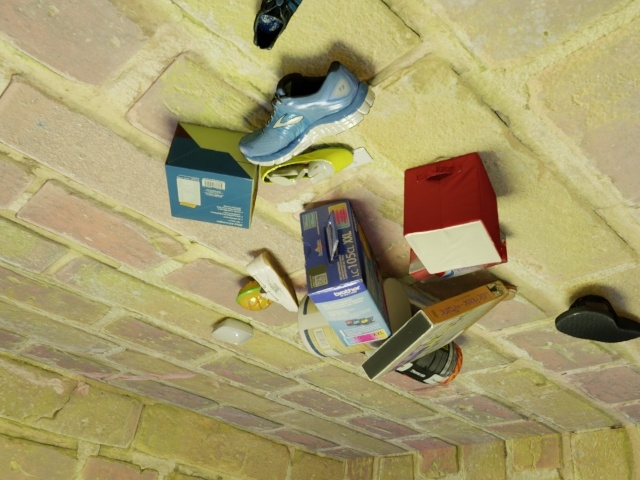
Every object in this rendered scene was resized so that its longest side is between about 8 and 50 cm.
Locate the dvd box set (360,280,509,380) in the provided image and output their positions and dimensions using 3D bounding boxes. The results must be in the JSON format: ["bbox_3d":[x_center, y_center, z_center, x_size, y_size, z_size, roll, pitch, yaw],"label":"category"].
[{"bbox_3d":[0.349,0.263,1.677,0.421,0.062,0.307,-11,149,-43],"label":"dvd box set"}]

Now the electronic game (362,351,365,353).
[{"bbox_3d":[0.221,0.392,2.171,0.230,0.048,0.229,3,147,2],"label":"electronic game"}]

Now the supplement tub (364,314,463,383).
[{"bbox_3d":[0.334,0.382,1.992,0.338,0.207,0.207,29,141,-29],"label":"supplement tub"}]

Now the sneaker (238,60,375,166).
[{"bbox_3d":[-0.054,-0.270,1.164,0.330,0.129,0.147,-23,122,33],"label":"sneaker"}]

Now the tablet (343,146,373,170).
[{"bbox_3d":[0.078,-0.193,1.337,0.083,0.006,0.054,-14,142,29],"label":"tablet"}]

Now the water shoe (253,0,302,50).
[{"bbox_3d":[-0.061,-0.411,0.958,0.073,0.080,0.203,16,146,-15],"label":"water shoe"}]

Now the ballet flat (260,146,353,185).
[{"bbox_3d":[-0.036,-0.166,1.327,0.231,0.077,0.077,-3,140,17],"label":"ballet flat"}]

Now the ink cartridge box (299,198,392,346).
[{"bbox_3d":[0.062,0.080,1.507,0.151,0.269,0.395,-17,143,13],"label":"ink cartridge box"}]

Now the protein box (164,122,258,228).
[{"bbox_3d":[-0.251,-0.150,1.344,0.200,0.135,0.201,9,147,-4],"label":"protein box"}]

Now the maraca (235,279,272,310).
[{"bbox_3d":[-0.195,0.184,1.889,0.186,0.099,0.127,-3,153,-34],"label":"maraca"}]

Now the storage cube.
[{"bbox_3d":[0.311,-0.059,1.330,0.184,0.193,0.215,-12,144,26],"label":"storage cube"}]

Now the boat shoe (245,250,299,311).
[{"bbox_3d":[-0.153,0.145,1.798,0.096,0.098,0.277,-25,131,6],"label":"boat shoe"}]

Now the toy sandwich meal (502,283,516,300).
[{"bbox_3d":[0.578,0.166,1.779,0.086,0.029,0.085,4,152,2],"label":"toy sandwich meal"}]

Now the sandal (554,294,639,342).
[{"bbox_3d":[0.882,0.249,1.804,0.446,0.106,0.168,19,146,-41],"label":"sandal"}]

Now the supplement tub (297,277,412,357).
[{"bbox_3d":[0.109,0.244,1.799,0.316,0.228,0.228,-16,141,32],"label":"supplement tub"}]

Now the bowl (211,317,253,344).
[{"bbox_3d":[-0.343,0.354,2.211,0.142,0.053,0.142,26,143,-25],"label":"bowl"}]

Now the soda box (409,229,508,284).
[{"bbox_3d":[0.379,0.041,1.562,0.263,0.092,0.083,-22,136,37],"label":"soda box"}]
